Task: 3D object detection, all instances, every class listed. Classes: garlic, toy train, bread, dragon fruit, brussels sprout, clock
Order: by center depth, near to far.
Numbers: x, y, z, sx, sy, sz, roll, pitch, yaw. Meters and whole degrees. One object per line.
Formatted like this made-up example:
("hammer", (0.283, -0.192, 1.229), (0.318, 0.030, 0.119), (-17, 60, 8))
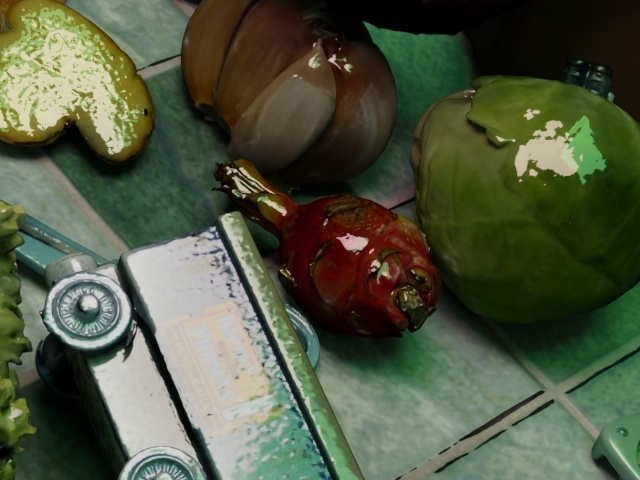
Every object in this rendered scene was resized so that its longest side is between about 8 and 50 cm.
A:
("toy train", (-0.100, 0.126, 1.500), (0.202, 0.131, 0.300), (-16, 66, -21))
("clock", (0.306, 0.209, 1.654), (0.101, 0.041, 0.135), (-11, 55, -27))
("dragon fruit", (0.000, 0.000, 1.684), (0.246, 0.125, 0.125), (33, 60, 14))
("brussels sprout", (0.194, -0.040, 1.725), (0.244, 0.244, 0.244), (9, 47, -10))
("bread", (-0.246, -0.130, 1.769), (0.187, 0.065, 0.149), (43, 65, 2))
("garlic", (-0.024, -0.153, 1.800), (0.160, 0.191, 0.214), (20, 28, -35))

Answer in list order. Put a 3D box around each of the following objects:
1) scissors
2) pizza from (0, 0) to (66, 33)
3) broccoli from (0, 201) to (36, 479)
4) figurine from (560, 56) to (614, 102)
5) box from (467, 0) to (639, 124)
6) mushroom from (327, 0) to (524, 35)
("scissors", (-0.171, 0.057, 1.639), (0.393, 0.032, 0.180), (31, 47, 9))
("pizza", (-0.311, -0.245, 1.820), (0.058, 0.127, 0.246), (16, 50, 27))
("broccoli", (-0.323, 0.071, 1.403), (0.293, 0.281, 0.348), (37, 49, 17))
("figurine", (0.248, -0.101, 1.853), (0.086, 0.149, 0.087), (16, 11, -2))
("box", (0.325, -0.271, 1.962), (0.339, 0.239, 0.229), (0, 47, -19))
("mushroom", (0.092, -0.342, 1.715), (0.331, 0.334, 0.356), (33, 25, -15))
